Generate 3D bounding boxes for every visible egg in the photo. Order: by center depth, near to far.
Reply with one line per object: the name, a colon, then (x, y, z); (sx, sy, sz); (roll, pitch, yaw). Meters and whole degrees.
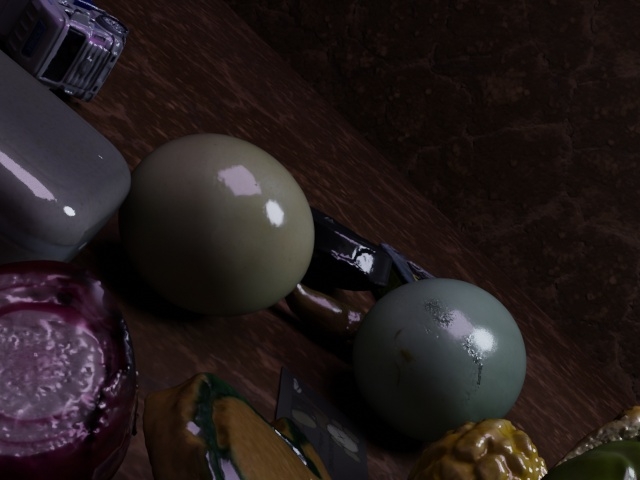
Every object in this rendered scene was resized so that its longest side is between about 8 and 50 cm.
egg: (-0.104, -0.012, 1.078); (0.188, 0.188, 0.254); (49, 8, 29)
egg: (0.149, 0.148, 1.248); (0.203, 0.203, 0.283); (47, 10, 23)

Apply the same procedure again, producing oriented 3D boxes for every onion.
onion: (-0.210, 0.099, 0.609); (0.198, 0.135, 0.173); (-1, 46, -9)

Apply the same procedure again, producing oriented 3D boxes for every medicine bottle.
medicine bottle: (-0.347, -0.120, 0.876); (0.375, 0.123, 0.282); (39, 15, -7)

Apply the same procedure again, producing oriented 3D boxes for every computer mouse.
computer mouse: (-0.002, 0.005, 1.553); (0.168, 0.087, 0.295); (25, 7, -31)

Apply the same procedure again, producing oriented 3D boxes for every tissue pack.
tissue pack: (0.178, 0.118, 1.709); (0.173, 0.073, 0.235); (35, 15, -31)

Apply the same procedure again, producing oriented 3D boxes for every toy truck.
toy truck: (-0.387, -0.311, 1.380); (0.155, 0.124, 0.268); (16, 26, -46)

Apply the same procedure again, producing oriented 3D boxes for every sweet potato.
sweet potato: (0.043, 0.122, 1.343); (0.274, 0.067, 0.067); (37, 13, -32)

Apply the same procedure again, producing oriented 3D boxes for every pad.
pad: (0.003, 0.210, 1.075); (0.127, 0.004, 0.190); (39, 14, -10)

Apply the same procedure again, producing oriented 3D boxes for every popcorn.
popcorn: (0.160, 0.262, 1.026); (0.180, 0.170, 0.180); (2, 9, 0)

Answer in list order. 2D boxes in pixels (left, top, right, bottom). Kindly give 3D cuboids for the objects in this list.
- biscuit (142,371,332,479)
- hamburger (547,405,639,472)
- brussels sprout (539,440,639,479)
biscuit: (-0.002, 0.222, 0.691); (0.343, 0.057, 0.287); (58, 5, -19)
hamburger: (0.470, 0.357, 1.489); (0.330, 0.209, 0.162); (25, 21, -45)
brussels sprout: (0.264, 0.329, 0.871); (0.317, 0.273, 0.243); (38, -9, -33)
